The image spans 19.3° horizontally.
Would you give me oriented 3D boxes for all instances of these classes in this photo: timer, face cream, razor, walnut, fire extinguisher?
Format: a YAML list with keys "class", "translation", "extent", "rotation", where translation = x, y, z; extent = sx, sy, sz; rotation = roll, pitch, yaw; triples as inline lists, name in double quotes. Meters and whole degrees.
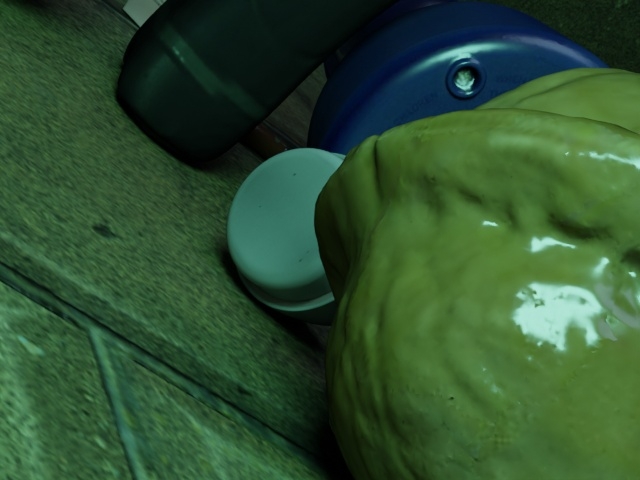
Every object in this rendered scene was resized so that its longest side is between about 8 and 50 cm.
- class: "timer"
  translation: [0.095, -0.109, 1.577]
  extent: [0.270, 0.270, 0.383]
  rotation: [37, 14, -25]
- class: "face cream"
  translation: [0.000, 0.000, 1.296]
  extent: [0.117, 0.117, 0.104]
  rotation: [53, 8, 36]
- class: "razor"
  translation: [-0.003, -0.206, 1.461]
  extent: [0.113, 0.349, 0.204]
  rotation: [51, 8, -18]
- class: "walnut"
  translation: [0.184, 0.081, 1.112]
  extent: [0.383, 0.383, 0.383]
  rotation: [41, 13, -11]
- class: "fire extinguisher"
  translation: [-0.059, -0.091, 1.630]
  extent: [0.083, 0.022, 0.028]
  rotation: [38, 44, -21]

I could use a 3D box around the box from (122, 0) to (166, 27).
- class: "box"
  translation: [-0.111, -0.180, 1.708]
  extent: [0.125, 0.043, 0.089]
  rotation: [47, 13, 16]

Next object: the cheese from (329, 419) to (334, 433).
- class: "cheese"
  translation: [0.075, 0.130, 1.277]
  extent: [0.106, 0.037, 0.256]
  rotation: [47, 19, 12]
